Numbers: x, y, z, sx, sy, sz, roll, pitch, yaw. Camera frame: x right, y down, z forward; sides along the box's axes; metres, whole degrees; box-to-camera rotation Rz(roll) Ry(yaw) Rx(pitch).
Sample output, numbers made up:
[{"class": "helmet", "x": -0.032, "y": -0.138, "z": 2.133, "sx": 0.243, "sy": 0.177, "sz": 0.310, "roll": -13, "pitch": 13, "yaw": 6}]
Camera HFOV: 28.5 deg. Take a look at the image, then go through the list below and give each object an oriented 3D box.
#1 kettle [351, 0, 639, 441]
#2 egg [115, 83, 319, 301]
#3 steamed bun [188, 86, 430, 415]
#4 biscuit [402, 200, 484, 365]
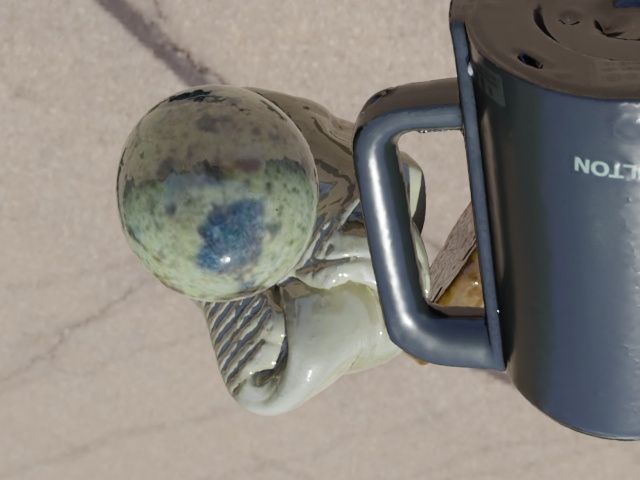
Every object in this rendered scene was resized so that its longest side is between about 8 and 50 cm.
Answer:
[{"class": "kettle", "x": 0.175, "y": -0.019, "z": 0.831, "sx": 0.262, "sy": 0.203, "sz": 0.308, "roll": -18, "pitch": 132, "yaw": -11}, {"class": "egg", "x": -0.072, "y": -0.038, "z": 0.876, "sx": 0.141, "sy": 0.182, "sz": 0.141, "roll": -3, "pitch": 124, "yaw": -5}, {"class": "steamed bun", "x": 0.000, "y": 0.000, "z": 1.533, "sx": 0.255, "sy": 0.368, "sz": 0.342, "roll": -1, "pitch": 138, "yaw": -40}, {"class": "biscuit", "x": 0.212, "y": -0.008, "z": 1.574, "sx": 0.074, "sy": 0.359, "sz": 0.381, "roll": 33, "pitch": 118, "yaw": -4}]
